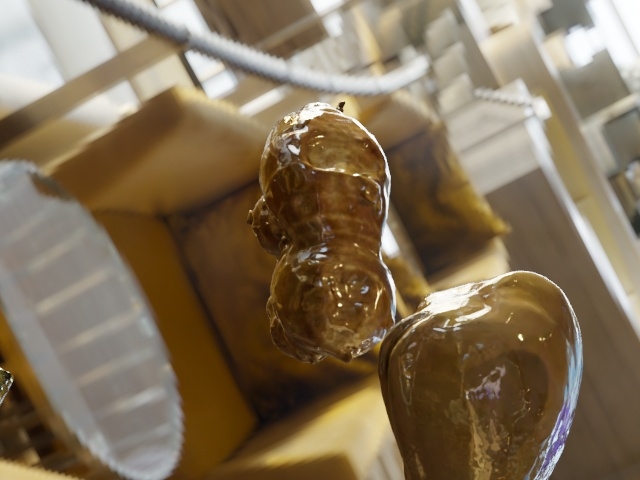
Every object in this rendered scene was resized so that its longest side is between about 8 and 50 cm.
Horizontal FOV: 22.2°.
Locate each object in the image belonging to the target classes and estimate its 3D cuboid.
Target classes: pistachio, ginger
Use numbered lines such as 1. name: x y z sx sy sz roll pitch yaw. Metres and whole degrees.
1. pistachio: 0.165 0.161 1.571 0.163 0.213 0.260 -133 -148 -61
2. ginger: 0.001 -0.011 1.983 0.274 0.152 0.357 124 -37 -73

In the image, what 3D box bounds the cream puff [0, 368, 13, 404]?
1. cream puff: -0.564 0.130 2.077 0.270 0.274 0.323 5 -63 62
